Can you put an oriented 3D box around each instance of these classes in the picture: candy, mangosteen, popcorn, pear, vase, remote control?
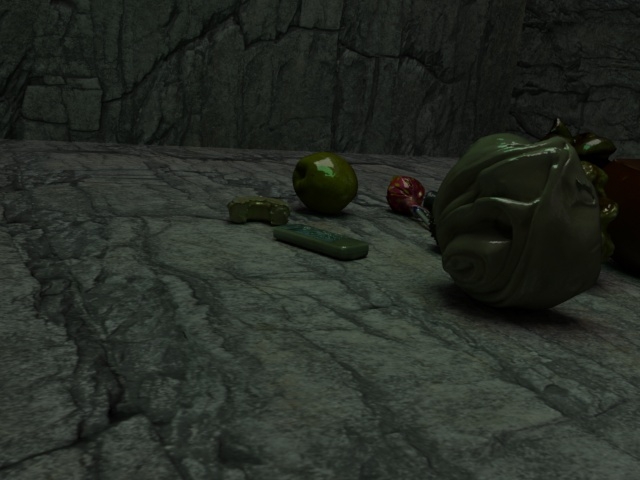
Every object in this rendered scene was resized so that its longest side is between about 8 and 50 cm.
[{"bbox_3d":[0.286,-0.097,2.015,0.124,0.124,0.365,3,21,-12],"label":"candy"},{"bbox_3d":[0.683,-0.165,1.873,0.307,0.346,0.307,0,14,0],"label":"mangosteen"},{"bbox_3d":[0.528,-0.045,1.499,0.282,0.281,0.247,3,-22,-10],"label":"popcorn"},{"bbox_3d":[0.013,-0.167,1.991,0.198,0.198,0.198,5,13,-1],"label":"pear"},{"bbox_3d":[0.436,-0.104,2.074,0.238,0.115,0.116,14,15,41],"label":"vase"},{"bbox_3d":[0.000,0.000,1.564,0.234,0.038,0.098,16,16,41],"label":"remote control"}]

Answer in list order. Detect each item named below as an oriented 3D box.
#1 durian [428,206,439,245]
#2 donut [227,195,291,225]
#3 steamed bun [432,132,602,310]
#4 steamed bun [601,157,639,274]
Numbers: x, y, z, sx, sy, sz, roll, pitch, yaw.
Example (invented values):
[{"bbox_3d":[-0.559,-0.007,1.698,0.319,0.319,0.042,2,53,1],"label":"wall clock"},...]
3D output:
[{"bbox_3d":[0.361,-0.034,1.637,0.196,0.166,0.196,-15,26,8],"label":"durian"},{"bbox_3d":[-0.165,-0.079,1.774,0.166,0.065,0.108,2,13,-13],"label":"donut"},{"bbox_3d":[0.329,-0.031,1.221,0.220,0.323,0.310,-10,11,-38],"label":"steamed bun"},{"bbox_3d":[0.820,-0.033,1.585,0.235,0.248,0.379,-3,25,-24],"label":"steamed bun"}]
